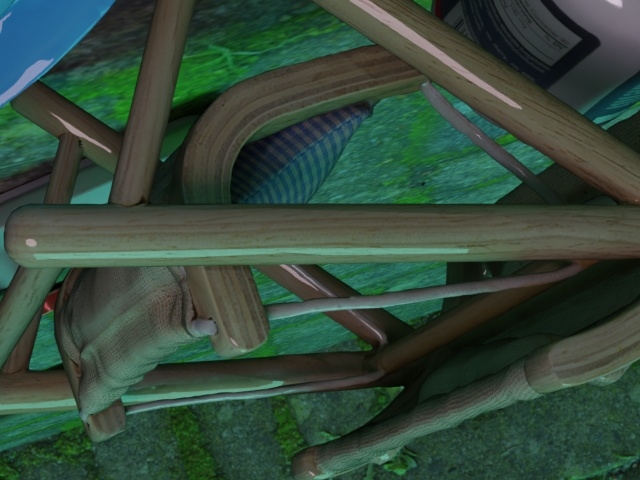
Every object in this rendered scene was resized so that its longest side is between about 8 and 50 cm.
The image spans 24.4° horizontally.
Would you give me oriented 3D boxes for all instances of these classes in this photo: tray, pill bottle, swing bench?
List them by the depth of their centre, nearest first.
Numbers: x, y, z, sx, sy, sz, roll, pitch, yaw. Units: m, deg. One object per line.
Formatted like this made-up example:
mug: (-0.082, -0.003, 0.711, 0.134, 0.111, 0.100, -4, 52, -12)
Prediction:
swing bench: (0.000, 0.000, 0.588, 0.255, 0.165, 0.253, 16, 159, -14)
pill bottle: (0.122, -0.117, 0.609, 0.108, 0.108, 0.180, -15, 171, -18)
tray: (-0.148, -0.020, 0.909, 0.270, 0.030, 0.145, -21, 171, 18)

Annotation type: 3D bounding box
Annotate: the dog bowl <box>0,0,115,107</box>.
dog bowl: (-0.167, -0.057, 0.313, 0.297, 0.074, 0.166, -26, 165, -36)

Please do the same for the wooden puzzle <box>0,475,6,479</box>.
wooden puzzle: (-0.240, 0.142, 0.853, 0.080, 0.322, 0.348, -34, 178, -28)

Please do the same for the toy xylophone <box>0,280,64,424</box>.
toy xylophone: (-0.231, 0.080, 1.068, 0.323, 0.081, 0.236, -23, -176, 17)
